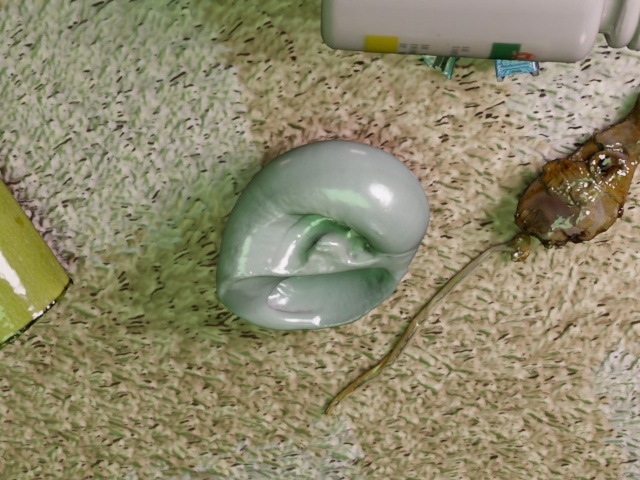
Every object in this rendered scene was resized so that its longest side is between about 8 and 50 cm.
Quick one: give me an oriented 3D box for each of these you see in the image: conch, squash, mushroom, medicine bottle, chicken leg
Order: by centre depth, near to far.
[{"bbox_3d":[0.173,-0.256,1.663,0.340,0.208,0.208,4,114,0],"label":"medicine bottle"},{"bbox_3d":[0.269,-0.070,1.831,0.085,0.069,0.198,45,105,12],"label":"chicken leg"},{"bbox_3d":[0.002,-0.003,1.849,0.221,0.121,0.185,-30,108,20],"label":"conch"},{"bbox_3d":[-0.358,-0.017,1.877,0.132,0.132,0.247,-29,106,17],"label":"squash"},{"bbox_3d":[0.101,0.082,1.934,0.286,0.028,0.026,-40,147,21],"label":"mushroom"}]

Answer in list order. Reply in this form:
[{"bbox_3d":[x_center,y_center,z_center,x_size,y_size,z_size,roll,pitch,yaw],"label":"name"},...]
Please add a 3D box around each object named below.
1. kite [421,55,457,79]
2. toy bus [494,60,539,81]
[{"bbox_3d":[0.041,-0.326,1.760,0.368,0.014,0.406,-28,110,15],"label":"kite"},{"bbox_3d":[0.178,-0.172,1.780,0.038,0.083,0.046,-8,101,9],"label":"toy bus"}]
